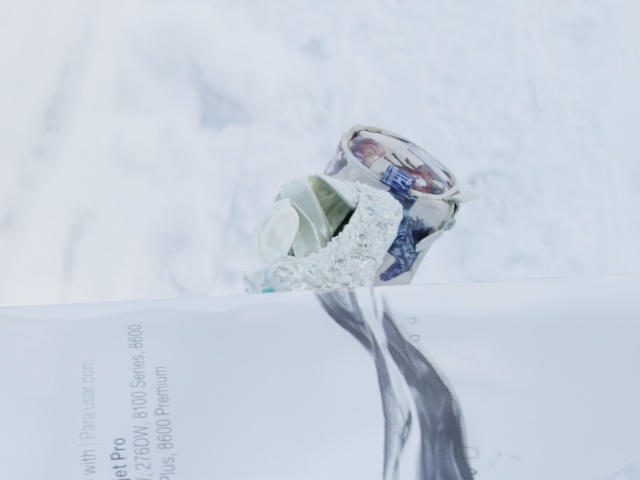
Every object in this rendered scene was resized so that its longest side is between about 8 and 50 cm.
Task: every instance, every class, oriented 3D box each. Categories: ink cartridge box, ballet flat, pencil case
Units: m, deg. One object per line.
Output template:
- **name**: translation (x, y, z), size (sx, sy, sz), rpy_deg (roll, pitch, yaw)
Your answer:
- **ink cartridge box**: translation (0.054, 0.173, 0.691), size (0.395, 0.285, 0.166), rpy_deg (-3, 32, -7)
- **ballet flat**: translation (0.000, 0.000, 1.739), size (0.147, 0.147, 0.409), rpy_deg (-8, 19, 11)
- **pencil case**: translation (0.034, 0.070, 2.086), size (0.183, 0.160, 0.410), rpy_deg (36, 113, 31)
